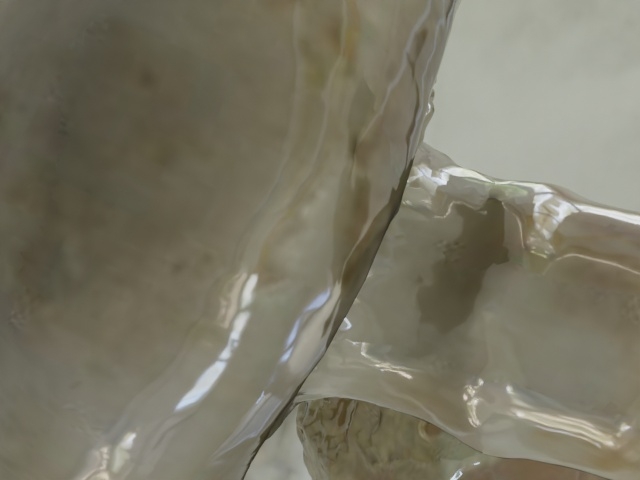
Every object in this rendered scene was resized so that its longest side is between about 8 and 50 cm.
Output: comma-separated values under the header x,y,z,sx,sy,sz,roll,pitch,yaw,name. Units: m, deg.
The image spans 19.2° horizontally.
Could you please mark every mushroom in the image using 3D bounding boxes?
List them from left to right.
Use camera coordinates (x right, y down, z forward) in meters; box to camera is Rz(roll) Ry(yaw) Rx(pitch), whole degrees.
x,y,z,sx,sy,sz,roll,pitch,yaw,name
-0.009,-0.014,0.498,0.206,0.209,0.206,176,-90,-75,mushroom

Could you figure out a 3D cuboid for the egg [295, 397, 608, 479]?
x,y,z,sx,sy,sz,roll,pitch,yaw,name
0.105,0.103,0.839,0.203,0.245,0.203,-45,-166,14,egg
